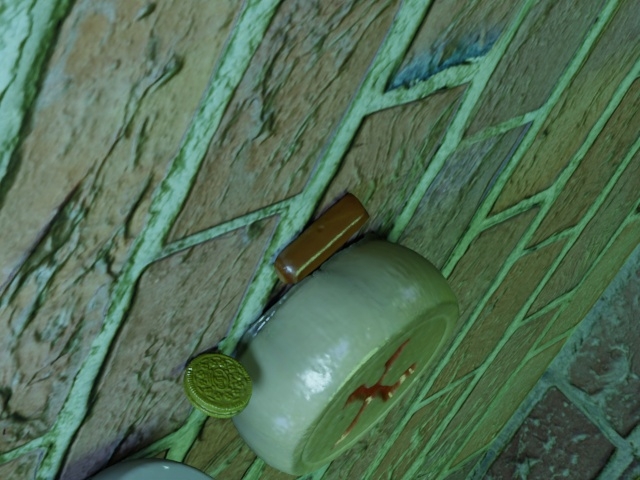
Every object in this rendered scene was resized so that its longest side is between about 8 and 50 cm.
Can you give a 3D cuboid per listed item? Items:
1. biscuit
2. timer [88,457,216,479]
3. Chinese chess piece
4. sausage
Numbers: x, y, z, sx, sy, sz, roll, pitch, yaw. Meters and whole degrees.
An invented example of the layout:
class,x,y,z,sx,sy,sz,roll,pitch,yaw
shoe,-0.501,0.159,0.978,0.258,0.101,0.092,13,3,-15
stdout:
class,x,y,z,sx,sy,sz,roll,pitch,yaw
biscuit,-0.119,0.168,1.601,0.084,0.084,0.023,-27,154,-42
timer,-0.224,0.419,1.634,0.285,0.285,0.285,-39,159,-18
Chinese chess piece,0.028,0.150,1.782,0.338,0.140,0.338,-39,159,-18
sausage,0.000,0.000,1.584,0.131,0.039,0.041,-43,162,-12
